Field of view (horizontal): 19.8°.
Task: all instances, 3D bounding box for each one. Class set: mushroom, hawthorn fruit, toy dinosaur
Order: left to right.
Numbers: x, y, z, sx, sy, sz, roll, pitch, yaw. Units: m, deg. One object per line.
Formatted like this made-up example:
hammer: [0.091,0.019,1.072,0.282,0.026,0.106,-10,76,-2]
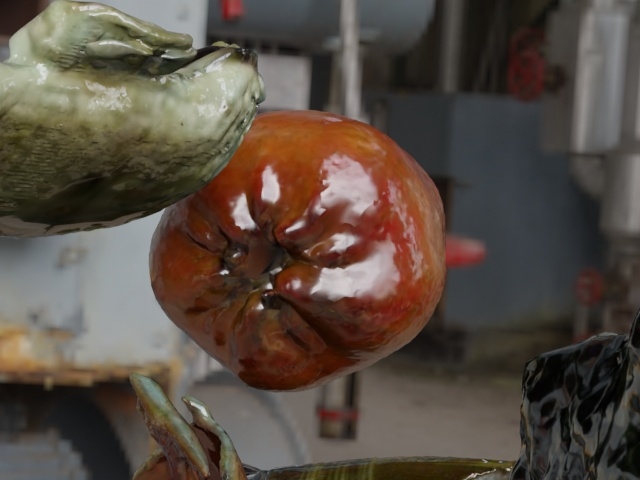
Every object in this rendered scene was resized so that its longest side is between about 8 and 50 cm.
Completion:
mushroom: [-0.192,-0.078,1.177,0.247,0.130,0.344,-13,-12,37]
toy dinosaur: [-0.075,0.196,0.977,0.113,0.206,0.327,-22,40,-2]
hawthorn fruit: [0.000,0.000,1.429,0.224,0.224,0.261,6,16,23]

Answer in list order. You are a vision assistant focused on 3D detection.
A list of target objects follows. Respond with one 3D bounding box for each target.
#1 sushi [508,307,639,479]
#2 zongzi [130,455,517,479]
sushi: [0.199,0.131,0.849,0.211,0.170,0.350,15,-13,-6]
zongzi: [-0.057,0.335,1.391,0.432,0.403,0.208,-16,-53,44]
